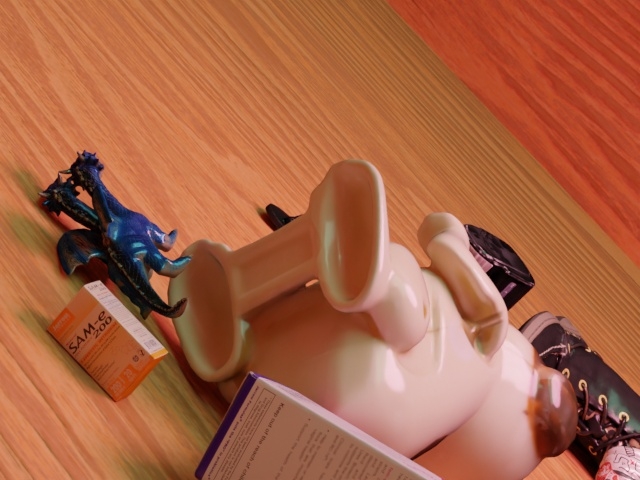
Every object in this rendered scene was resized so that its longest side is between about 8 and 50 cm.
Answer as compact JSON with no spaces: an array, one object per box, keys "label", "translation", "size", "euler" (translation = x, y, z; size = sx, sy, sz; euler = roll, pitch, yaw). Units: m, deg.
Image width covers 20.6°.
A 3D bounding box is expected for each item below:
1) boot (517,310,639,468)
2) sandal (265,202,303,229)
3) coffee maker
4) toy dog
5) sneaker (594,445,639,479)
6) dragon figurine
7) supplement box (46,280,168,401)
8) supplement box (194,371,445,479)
[{"label":"boot","translation":[0.373,0.245,2.476],"size":[0.284,0.138,0.377],"euler":[47,12,15]},{"label":"sandal","translation":[0.000,0.000,2.380],"size":[0.179,0.040,0.067],"euler":[38,18,-15]},{"label":"coffee maker","translation":[0.199,0.078,2.399],"size":[0.120,0.178,0.171],"euler":[52,19,26]},{"label":"toy dog","translation":[0.101,0.145,1.866],"size":[0.408,0.284,0.395],"euler":[24,38,-46]},{"label":"sneaker","translation":[0.474,0.383,2.349],"size":[0.270,0.090,0.145],"euler":[35,44,-13]},{"label":"dragon figurine","translation":[-0.216,0.003,1.809],"size":[0.144,0.085,0.289],"euler":[33,15,-23]},{"label":"supplement box","translation":[-0.202,0.095,1.663],"size":[0.098,0.062,0.036],"euler":[44,18,8]},{"label":"supplement box","translation":[0.016,0.223,1.577],"size":[0.220,0.114,0.111],"euler":[27,-3,30]}]
